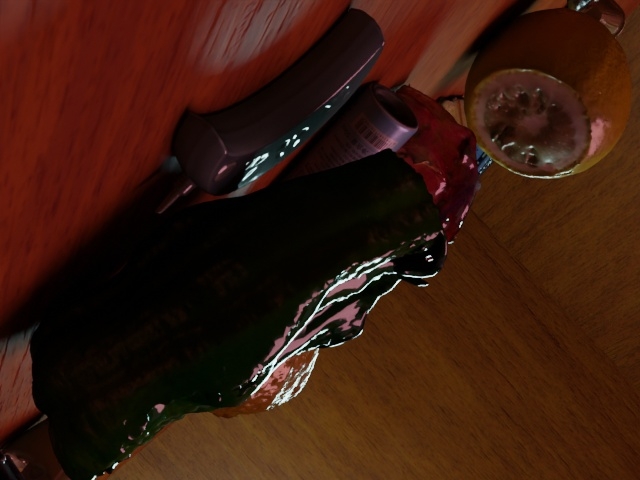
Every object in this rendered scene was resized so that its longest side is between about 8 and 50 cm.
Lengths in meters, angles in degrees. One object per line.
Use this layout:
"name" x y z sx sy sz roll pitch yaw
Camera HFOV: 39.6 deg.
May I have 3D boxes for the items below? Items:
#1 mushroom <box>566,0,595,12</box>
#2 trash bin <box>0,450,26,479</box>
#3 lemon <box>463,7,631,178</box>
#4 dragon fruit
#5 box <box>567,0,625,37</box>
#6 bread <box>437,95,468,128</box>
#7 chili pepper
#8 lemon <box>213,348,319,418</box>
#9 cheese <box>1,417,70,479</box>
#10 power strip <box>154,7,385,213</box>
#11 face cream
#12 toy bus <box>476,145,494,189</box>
"mushroom" 0.446 -0.420 1.445 0.123 0.052 0.123 -48 178 -2
"trash bin" -0.414 0.359 0.973 0.234 0.184 0.162 -32 169 -29
"lemon" 0.343 -0.227 1.316 0.219 0.240 0.240 -53 -178 -37
"dragon fruit" 0.108 -0.039 1.107 0.161 0.126 0.274 -36 140 -48
"box" 0.487 -0.391 1.690 0.177 0.111 0.111 -44 173 27
"bread" 0.167 -0.172 1.559 0.178 0.135 0.240 -8 -172 21
"chili pepper" -0.079 0.052 0.763 0.385 0.167 0.213 -29 177 4
"lemon" -0.090 0.087 0.965 0.192 0.192 0.231 -30 135 -62
"cheese" -0.320 0.251 1.171 0.235 0.127 0.049 -50 143 -42
"power strip" -0.046 -0.092 0.697 0.216 0.044 0.137 -39 174 -26
"face cream" 0.010 -0.076 1.019 0.229 0.075 0.075 -44 174 28
"toy bus" 0.327 -0.214 1.775 0.125 0.133 0.292 -45 173 -20
